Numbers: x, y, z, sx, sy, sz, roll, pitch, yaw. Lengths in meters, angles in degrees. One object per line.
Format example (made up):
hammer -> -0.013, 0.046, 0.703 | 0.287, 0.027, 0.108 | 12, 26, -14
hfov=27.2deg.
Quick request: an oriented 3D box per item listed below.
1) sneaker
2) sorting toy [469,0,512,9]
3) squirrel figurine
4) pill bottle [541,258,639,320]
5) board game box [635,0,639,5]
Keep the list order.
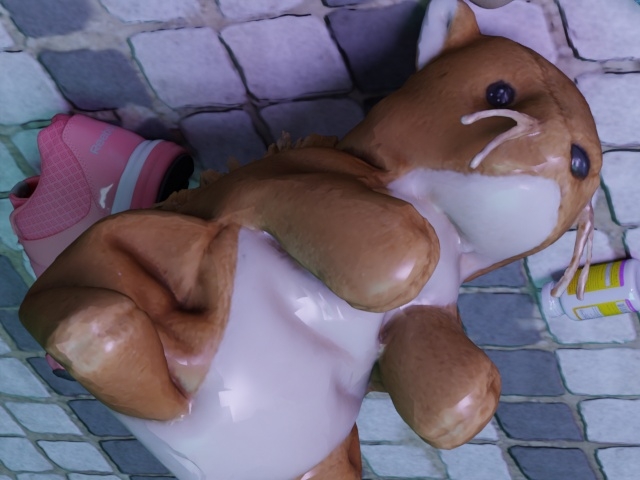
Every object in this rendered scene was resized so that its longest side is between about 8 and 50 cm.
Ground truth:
sneaker -> -0.212, 0.000, 1.170 | 0.136, 0.116, 0.314 | 28, 135, 0
sorting toy -> 0.078, -0.246, 0.740 | 0.307, 0.041, 0.229 | 26, 148, -38
squirrel figurine -> 0.000, 0.000, 0.926 | 0.281, 0.370, 0.397 | 49, 168, -21
pill bottle -> 0.227, 0.043, 1.098 | 0.083, 0.043, 0.043 | -12, 135, 32
board game box -> 0.213, -0.187, 0.762 | 0.126, 0.026, 0.186 | -16, 153, 37
